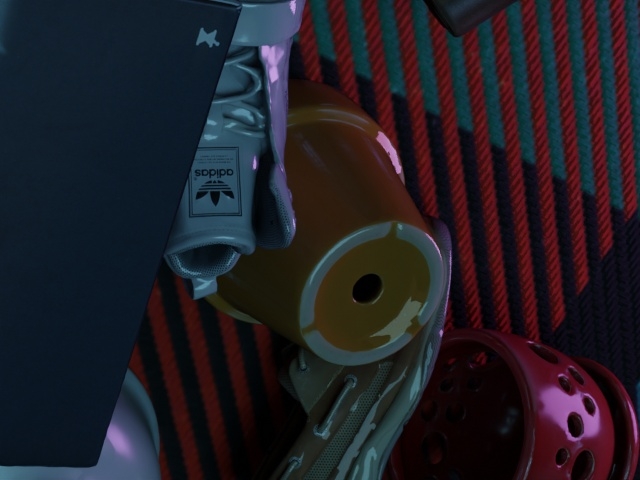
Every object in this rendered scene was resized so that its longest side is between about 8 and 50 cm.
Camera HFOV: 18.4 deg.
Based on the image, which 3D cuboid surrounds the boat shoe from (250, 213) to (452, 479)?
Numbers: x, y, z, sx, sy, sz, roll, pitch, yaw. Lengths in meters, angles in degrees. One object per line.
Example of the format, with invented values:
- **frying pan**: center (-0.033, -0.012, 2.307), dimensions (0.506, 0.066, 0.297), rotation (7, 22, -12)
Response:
- **boat shoe**: center (0.022, 0.123, 1.719), dimensions (0.116, 0.123, 0.324), rotation (21, 93, -7)

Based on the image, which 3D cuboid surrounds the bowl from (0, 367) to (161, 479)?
- **bowl**: center (-0.247, 0.232, 1.618), dimensions (0.298, 0.134, 0.297), rotation (-15, 124, -22)

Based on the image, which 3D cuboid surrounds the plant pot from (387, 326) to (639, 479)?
- **plant pot**: center (0.183, 0.184, 1.804), dimensions (0.174, 0.191, 0.191), rotation (13, 110, -38)

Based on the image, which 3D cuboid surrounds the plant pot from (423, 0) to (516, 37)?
- **plant pot**: center (0.135, -0.254, 1.543), dimensions (0.165, 0.167, 0.167), rotation (-38, 130, 3)

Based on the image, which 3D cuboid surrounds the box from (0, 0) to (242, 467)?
- **box**: center (-0.237, -0.074, 1.327), dimensions (0.179, 0.312, 0.343), rotation (5, 114, -33)

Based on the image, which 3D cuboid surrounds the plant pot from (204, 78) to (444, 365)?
- **plant pot**: center (0.000, 0.000, 1.588), dimensions (0.205, 0.188, 0.205), rotation (-14, 123, -23)

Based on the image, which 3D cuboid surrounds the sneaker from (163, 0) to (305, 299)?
- **sneaker**: center (-0.064, -0.117, 1.381), dimensions (0.137, 0.210, 0.366), rotation (2, 149, -12)
